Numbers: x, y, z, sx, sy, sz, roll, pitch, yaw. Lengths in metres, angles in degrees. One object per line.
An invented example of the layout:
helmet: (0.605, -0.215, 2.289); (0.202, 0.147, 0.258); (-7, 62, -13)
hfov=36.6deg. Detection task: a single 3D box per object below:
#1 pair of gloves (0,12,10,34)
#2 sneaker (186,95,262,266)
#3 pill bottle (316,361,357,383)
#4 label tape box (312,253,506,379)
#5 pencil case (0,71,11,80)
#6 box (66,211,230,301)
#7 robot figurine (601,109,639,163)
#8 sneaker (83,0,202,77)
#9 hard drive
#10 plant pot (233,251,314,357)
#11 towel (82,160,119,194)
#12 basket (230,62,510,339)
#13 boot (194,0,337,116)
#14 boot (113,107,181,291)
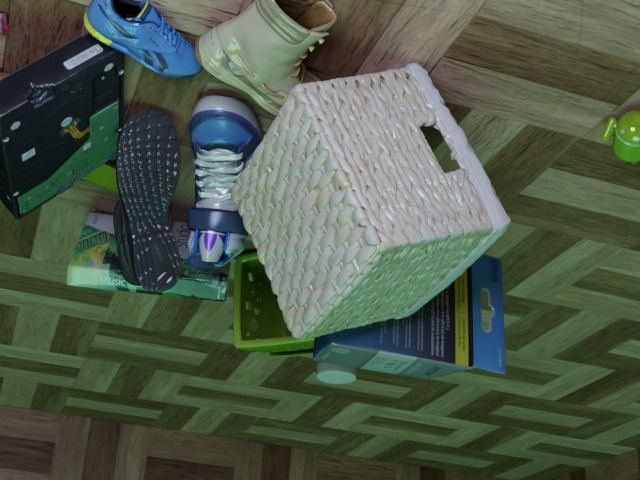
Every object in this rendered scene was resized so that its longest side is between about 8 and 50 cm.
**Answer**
pair of gloves: (-0.551, -0.376, 1.465); (0.159, 0.023, 0.198); (8, 154, -14)
sneaker: (-0.178, -0.084, 1.759); (0.130, 0.236, 0.323); (4, 154, -1)
pill bottle: (0.045, 0.244, 2.414); (0.119, 0.209, 0.119); (2, 153, 1)
label tape box: (0.169, 0.125, 1.827); (0.347, 0.249, 0.115); (12, 151, -17)
pencil case: (-0.684, -0.253, 1.574); (0.386, 0.160, 0.167); (19, 152, -30)
box: (-0.348, 0.031, 2.033); (0.322, 0.232, 0.058); (5, 119, -5)
robot figurine: (0.540, -0.180, 1.669); (0.101, 0.067, 0.115); (27, 161, 21)
sneaker: (-0.258, -0.317, 1.495); (0.209, 0.069, 0.082); (24, 143, -34)
hard drive: (-0.440, -0.190, 1.620); (0.064, 0.237, 0.339); (47, 155, 13)
plant pot: (-0.057, 0.154, 2.247); (0.228, 0.227, 0.207); (-8, 158, 20)
towel: (-0.433, -0.135, 1.934); (0.102, 0.021, 0.237); (-15, 150, 42)
basket: (0.061, -0.057, 1.571); (0.266, 0.328, 0.331); (-12, 156, -33)
boot: (-0.035, -0.288, 1.503); (0.262, 0.095, 0.203); (26, 144, -33)
boot: (-0.344, -0.073, 1.810); (0.118, 0.338, 0.222); (0, -176, -23)
